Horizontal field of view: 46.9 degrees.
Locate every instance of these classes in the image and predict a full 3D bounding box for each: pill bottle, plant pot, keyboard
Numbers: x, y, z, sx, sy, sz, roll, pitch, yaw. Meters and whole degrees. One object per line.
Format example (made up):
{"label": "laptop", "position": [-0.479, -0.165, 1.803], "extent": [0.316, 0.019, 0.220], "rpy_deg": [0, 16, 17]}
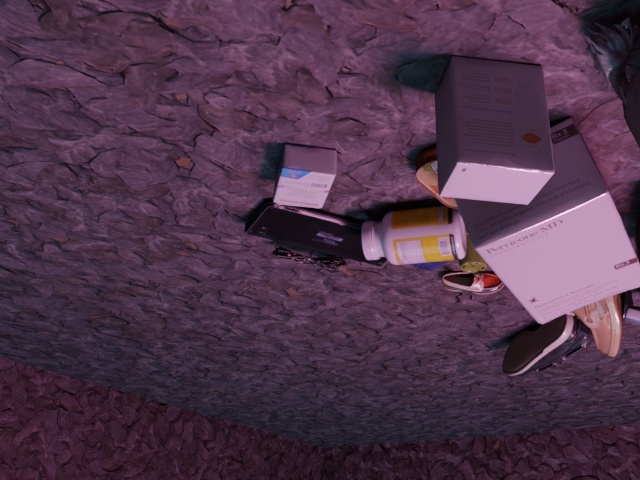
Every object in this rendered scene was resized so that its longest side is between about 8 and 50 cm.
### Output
{"label": "pill bottle", "position": [0.174, -0.008, 1.377], "extent": [0.184, 0.103, 0.103], "rpy_deg": [-5, 154, 17]}
{"label": "plant pot", "position": [0.298, 0.018, 1.452], "extent": [0.084, 0.079, 0.083], "rpy_deg": [3, 155, 1]}
{"label": "keyboard", "position": [0.000, 0.000, 1.497], "extent": [0.317, 0.033, 0.201], "rpy_deg": [15, 146, -24]}

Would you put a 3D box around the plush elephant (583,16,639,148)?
{"label": "plush elephant", "position": [0.501, -0.170, 0.856], "extent": [0.256, 0.329, 0.272], "rpy_deg": [-27, 162, 9]}

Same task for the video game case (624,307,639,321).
{"label": "video game case", "position": [0.750, 0.184, 1.547], "extent": [0.213, 0.023, 0.193], "rpy_deg": [14, 176, 23]}

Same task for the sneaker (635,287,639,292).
{"label": "sneaker", "position": [0.811, 0.141, 1.575], "extent": [0.305, 0.152, 0.114], "rpy_deg": [12, 121, -22]}

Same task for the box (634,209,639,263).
{"label": "box", "position": [0.639, 0.001, 1.304], "extent": [0.127, 0.148, 0.232], "rpy_deg": [-5, 154, 16]}

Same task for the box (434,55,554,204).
{"label": "box", "position": [0.229, -0.147, 0.992], "extent": [0.130, 0.170, 0.091], "rpy_deg": [6, 155, -5]}

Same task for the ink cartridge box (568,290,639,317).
{"label": "ink cartridge box", "position": [0.619, 0.126, 1.673], "extent": [0.198, 0.067, 0.115], "rpy_deg": [13, 153, -19]}

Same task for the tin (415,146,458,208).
{"label": "tin", "position": [0.232, -0.105, 1.244], "extent": [0.106, 0.040, 0.190], "rpy_deg": [-19, 149, 30]}

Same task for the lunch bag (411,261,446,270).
{"label": "lunch bag", "position": [0.214, 0.015, 1.464], "extent": [0.065, 0.067, 0.098], "rpy_deg": [12, 152, -22]}

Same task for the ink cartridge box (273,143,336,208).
{"label": "ink cartridge box", "position": [-0.028, -0.106, 1.243], "extent": [0.089, 0.052, 0.122], "rpy_deg": [7, 154, -9]}

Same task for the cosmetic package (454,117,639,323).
{"label": "cosmetic package", "position": [0.391, -0.015, 1.241], "extent": [0.217, 0.156, 0.385], "rpy_deg": [-27, 147, 21]}

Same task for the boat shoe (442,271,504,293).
{"label": "boat shoe", "position": [0.340, 0.090, 1.646], "extent": [0.137, 0.049, 0.043], "rpy_deg": [0, 153, 16]}

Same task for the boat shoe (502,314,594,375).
{"label": "boat shoe", "position": [0.602, 0.287, 1.954], "extent": [0.113, 0.127, 0.340], "rpy_deg": [19, 143, -8]}

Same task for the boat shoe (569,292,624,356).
{"label": "boat shoe", "position": [0.567, 0.110, 1.531], "extent": [0.110, 0.121, 0.341], "rpy_deg": [0, 132, 26]}
